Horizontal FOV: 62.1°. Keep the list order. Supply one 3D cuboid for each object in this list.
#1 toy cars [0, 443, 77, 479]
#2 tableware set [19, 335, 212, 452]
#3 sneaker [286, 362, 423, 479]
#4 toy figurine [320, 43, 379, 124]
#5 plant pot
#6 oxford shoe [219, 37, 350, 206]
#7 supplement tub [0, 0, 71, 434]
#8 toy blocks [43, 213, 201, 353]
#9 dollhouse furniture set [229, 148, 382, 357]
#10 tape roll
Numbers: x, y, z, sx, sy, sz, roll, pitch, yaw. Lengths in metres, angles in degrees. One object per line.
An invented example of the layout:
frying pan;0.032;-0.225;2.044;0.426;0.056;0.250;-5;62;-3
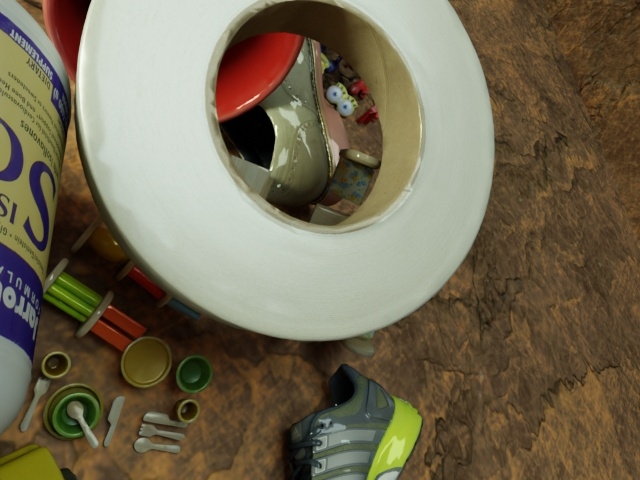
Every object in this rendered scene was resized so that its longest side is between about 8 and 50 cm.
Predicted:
toy cars;-0.207;0.323;0.309;0.176;0.087;0.394;29;48;-27
tableware set;-0.175;0.135;0.480;0.154;0.024;0.104;24;73;-31
sneaker;0.004;0.255;0.559;0.121;0.111;0.300;42;36;0
toy figurine;0.071;-0.422;0.956;0.191;0.217;0.362;-33;90;-49
plant pot;-0.179;-0.312;0.622;0.275;0.275;0.243;9;45;-40
oxford shoe;-0.083;-0.232;0.751;0.146;0.140;0.397;-8;69;-39
supplement tub;-0.295;0.003;0.316;0.241;0.241;0.331;16;55;-37
toy blocks;-0.186;0.056;0.526;0.148;0.054;0.123;39;43;-20
dollhouse furniture set;0.000;0.000;0.591;0.242;0.212;0.161;21;6;-7
tape roll;-0.011;-0.106;0.478;0.392;0.072;0.392;2;85;-27
